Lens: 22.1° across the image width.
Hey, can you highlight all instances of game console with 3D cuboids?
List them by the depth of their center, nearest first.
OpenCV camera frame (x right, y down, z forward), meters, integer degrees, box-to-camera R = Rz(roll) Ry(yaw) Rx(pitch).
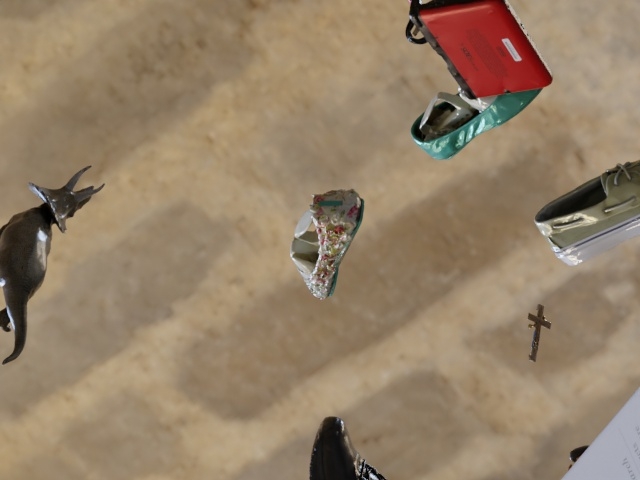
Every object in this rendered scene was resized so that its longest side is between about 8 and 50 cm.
[{"bbox_3d":[0.131,-0.198,1.454,0.124,0.085,0.144,-7,-29,26],"label":"game console"}]

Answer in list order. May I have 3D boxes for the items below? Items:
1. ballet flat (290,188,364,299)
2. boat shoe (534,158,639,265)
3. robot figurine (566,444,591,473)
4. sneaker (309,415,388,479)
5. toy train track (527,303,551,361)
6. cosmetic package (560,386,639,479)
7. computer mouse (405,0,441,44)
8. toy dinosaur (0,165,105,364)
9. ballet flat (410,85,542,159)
[{"bbox_3d":[0.000,0.000,2.215,0.077,0.091,0.241,7,-33,-8],"label":"ballet flat"},{"bbox_3d":[0.451,-0.065,2.413,0.302,0.094,0.109,-35,27,28],"label":"boat shoe"},{"bbox_3d":[0.464,0.416,2.387,0.085,0.291,0.211,6,-78,-70],"label":"robot figurine"},{"bbox_3d":[0.064,0.365,2.294,0.130,0.286,0.109,-7,29,16],"label":"sneaker"},{"bbox_3d":[0.302,0.131,2.308,0.048,0.083,0.014,25,-23,-35],"label":"toy train track"},{"bbox_3d":[0.360,0.219,1.399,0.230,0.161,0.453,1,-40,-26],"label":"cosmetic package"},{"bbox_3d":[0.197,-0.404,2.466,0.242,0.071,0.041,-65,13,-4],"label":"computer mouse"},{"bbox_3d":[-0.429,0.028,2.331,0.160,0.121,0.314,-53,14,45],"label":"toy dinosaur"},{"bbox_3d":[0.212,-0.190,2.302,0.087,0.083,0.247,23,-38,-27],"label":"ballet flat"}]
